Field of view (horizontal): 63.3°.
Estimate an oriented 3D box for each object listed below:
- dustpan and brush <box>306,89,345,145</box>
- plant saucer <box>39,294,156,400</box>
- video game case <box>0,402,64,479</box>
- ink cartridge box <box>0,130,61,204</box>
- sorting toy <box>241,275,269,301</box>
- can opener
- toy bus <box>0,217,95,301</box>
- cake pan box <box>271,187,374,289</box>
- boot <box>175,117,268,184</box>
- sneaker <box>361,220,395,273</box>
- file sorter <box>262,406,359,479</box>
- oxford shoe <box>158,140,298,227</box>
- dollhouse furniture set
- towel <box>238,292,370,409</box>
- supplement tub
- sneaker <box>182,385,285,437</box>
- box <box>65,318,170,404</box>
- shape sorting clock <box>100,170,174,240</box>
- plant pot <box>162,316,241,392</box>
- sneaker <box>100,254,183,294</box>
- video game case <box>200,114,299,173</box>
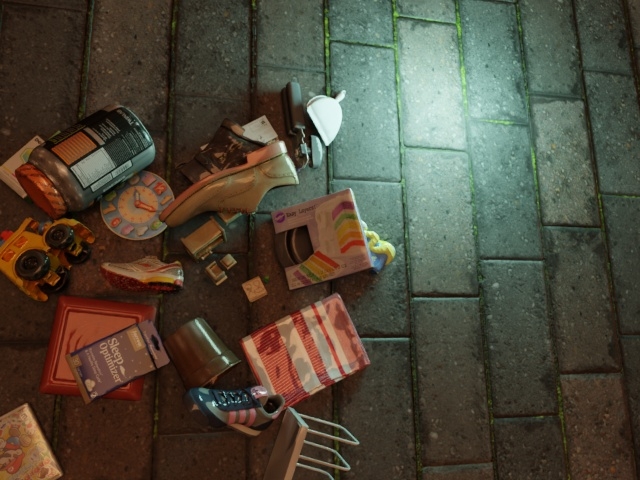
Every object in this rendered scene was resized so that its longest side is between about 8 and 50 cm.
[{"bbox_3d":[0.034,-0.422,1.670,0.211,0.060,0.147,-48,126,-24],"label":"dustpan and brush"},{"bbox_3d":[-0.593,0.286,1.384,0.258,0.048,0.259,8,76,-10],"label":"plant saucer"},{"bbox_3d":[-0.794,0.554,1.289,0.226,0.026,0.206,-28,85,-17],"label":"video game case"},{"bbox_3d":[-0.776,-0.214,1.444,0.109,0.062,0.209,41,72,-1],"label":"ink cartridge box"},{"bbox_3d":[-0.182,0.138,1.529,0.083,0.012,0.062,-26,80,-13],"label":"sorting toy"},{"bbox_3d":[-0.057,-0.359,1.642,0.095,0.076,0.284,-1,76,-30],"label":"can opener"},{"bbox_3d":[-0.749,0.016,1.371,0.211,0.149,0.220,30,70,12],"label":"toy bus"},{"bbox_3d":[0.000,0.000,1.527,0.266,0.070,0.246,-15,79,11],"label":"cake pan box"},{"bbox_3d":[-0.257,-0.205,1.515,0.263,0.091,0.229,35,79,0],"label":"boot"},{"bbox_3d":[0.111,0.015,1.583,0.240,0.091,0.126,33,73,-5],"label":"sneaker"},{"bbox_3d":[-0.037,0.614,1.351,0.173,0.193,0.278,21,81,-11],"label":"file sorter"},{"bbox_3d":[-0.243,-0.122,1.409,0.396,0.140,0.147,-30,97,-5],"label":"oxford shoe"},{"bbox_3d":[-0.271,0.016,1.479,0.182,0.101,0.161,-39,78,-18],"label":"dollhouse furniture set"},{"bbox_3d":[-0.041,0.323,1.509,0.328,0.037,0.237,-23,83,-16],"label":"towel"},{"bbox_3d":[-0.619,-0.209,1.380,0.193,0.193,0.316,45,59,0],"label":"supplement tub"},{"bbox_3d":[-0.211,0.407,1.319,0.131,0.319,0.112,-42,54,5],"label":"sneaker"},{"bbox_3d":[-0.524,0.309,1.352,0.225,0.036,0.137,-25,84,-18],"label":"box"},{"bbox_3d":[-0.524,-0.103,1.489,0.206,0.040,0.206,3,77,-12],"label":"shape sorting clock"},{"bbox_3d":[-0.326,0.307,1.389,0.167,0.167,0.165,-35,80,-18],"label":"plant pot"},{"bbox_3d":[-0.493,0.089,1.442,0.225,0.088,0.093,9,56,-11],"label":"sneaker"},{"bbox_3d":[-0.215,-0.243,1.590,0.232,0.042,0.210,-32,86,-17],"label":"video game case"}]
